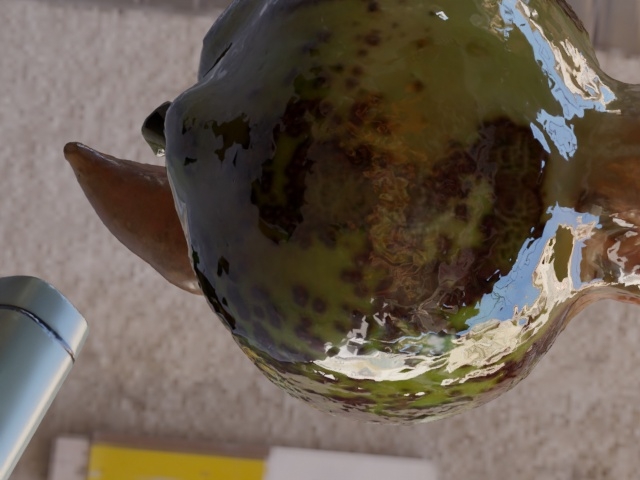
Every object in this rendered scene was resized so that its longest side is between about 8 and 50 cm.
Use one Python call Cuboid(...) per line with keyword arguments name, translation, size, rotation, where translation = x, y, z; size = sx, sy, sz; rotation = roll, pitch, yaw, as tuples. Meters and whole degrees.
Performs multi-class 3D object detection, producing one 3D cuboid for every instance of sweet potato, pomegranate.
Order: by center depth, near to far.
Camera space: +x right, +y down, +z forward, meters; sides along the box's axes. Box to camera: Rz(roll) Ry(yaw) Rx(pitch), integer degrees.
Cuboid(name="pomegranate", translation=(0.066, -0.033, 0.675), size=(0.204, 0.276, 0.222), rotation=(35, 60, -43))
Cuboid(name="sweet potato", translation=(-0.003, 0.008, 1.056), size=(0.106, 0.354, 0.095), rotation=(86, 23, -51))

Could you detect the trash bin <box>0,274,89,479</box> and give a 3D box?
Cuboid(name="trash bin", translation=(-0.198, 0.088, 0.843), size=(0.059, 0.116, 0.130), rotation=(50, 48, -30))
